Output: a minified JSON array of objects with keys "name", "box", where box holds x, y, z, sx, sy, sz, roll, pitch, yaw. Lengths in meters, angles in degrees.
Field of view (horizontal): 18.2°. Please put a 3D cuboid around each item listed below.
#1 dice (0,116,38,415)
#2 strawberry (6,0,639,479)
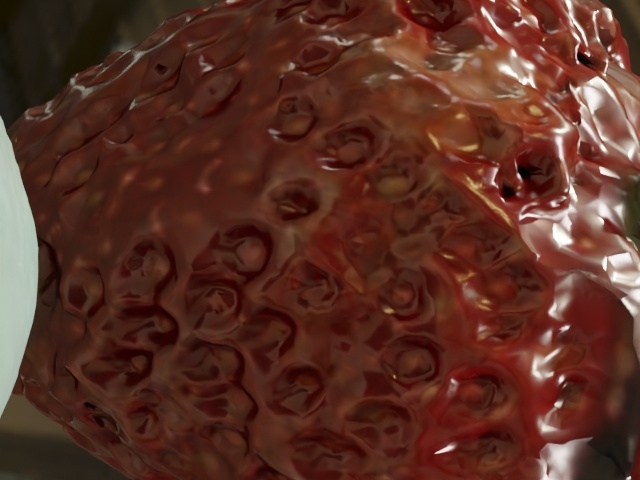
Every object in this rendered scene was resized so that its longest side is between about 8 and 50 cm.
[{"name":"dice","box":[-0.231,0.024,0.349,0.268,0.264,0.262,-55,-162,-26]},{"name":"strawberry","box":[0.011,-0.003,0.872,0.292,0.310,0.292,-59,-168,21]}]
